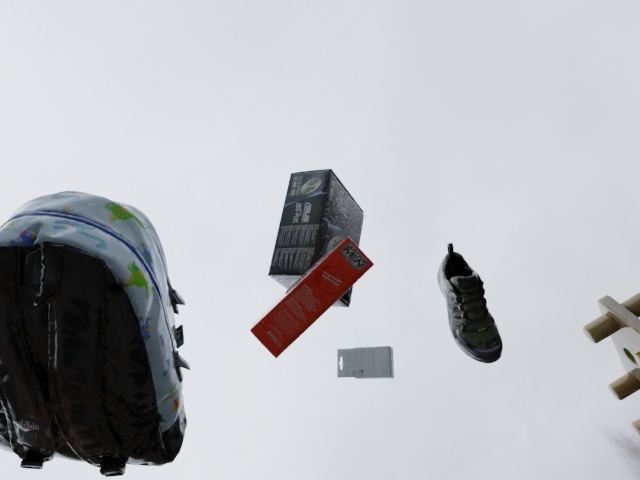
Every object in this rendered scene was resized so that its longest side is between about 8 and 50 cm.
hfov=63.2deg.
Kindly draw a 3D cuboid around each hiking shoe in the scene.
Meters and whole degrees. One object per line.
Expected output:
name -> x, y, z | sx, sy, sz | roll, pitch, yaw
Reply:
hiking shoe -> 0.271, 0.117, 0.974 | 0.086, 0.227, 0.114 | -20, -36, 3

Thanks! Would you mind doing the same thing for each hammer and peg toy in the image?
hammer and peg toy -> 0.629, 0.283, 0.914 | 0.127, 0.266, 0.361 | -33, -63, 5

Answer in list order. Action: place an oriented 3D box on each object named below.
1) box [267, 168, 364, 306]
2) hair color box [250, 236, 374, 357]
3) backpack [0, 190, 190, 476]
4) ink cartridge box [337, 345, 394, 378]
box -> 0.000, 0.000, 0.841 | 0.147, 0.077, 0.180 | 45, -131, -53
hair color box -> -0.011, 0.060, 0.568 | 0.141, 0.072, 0.043 | -44, -89, -6
backpack -> -0.325, 0.113, 0.701 | 0.289, 0.273, 0.356 | 3, -47, 4
ink cartridge box -> 0.092, 0.252, 1.067 | 0.029, 0.115, 0.063 | 40, -133, -60
